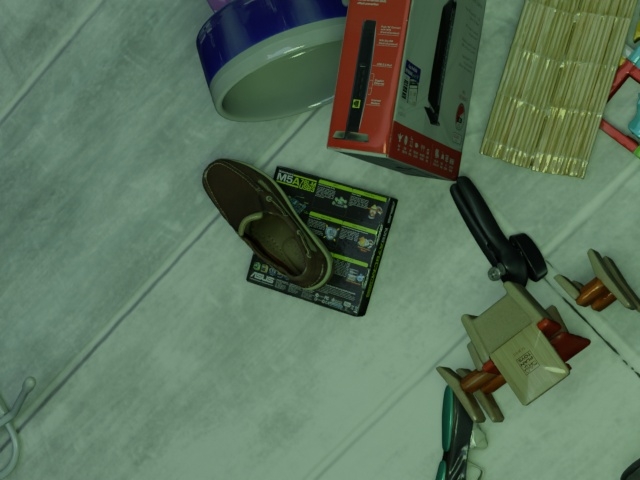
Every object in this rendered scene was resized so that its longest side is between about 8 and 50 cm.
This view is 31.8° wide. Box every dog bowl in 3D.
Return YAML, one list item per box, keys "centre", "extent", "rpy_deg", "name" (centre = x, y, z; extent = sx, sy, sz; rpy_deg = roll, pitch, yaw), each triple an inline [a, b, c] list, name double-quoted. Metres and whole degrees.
- centre: [-0.035, -0.267, 1.569]
  extent: [0.265, 0.265, 0.104]
  rpy_deg: [-22, 78, 18]
  name: "dog bowl"

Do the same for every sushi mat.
- centre: [0.330, -0.248, 1.529]
  extent: [0.151, 0.019, 0.316]
  rpy_deg: [18, 95, 19]
  name: "sushi mat"

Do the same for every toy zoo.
- centre: [0.425, -0.238, 1.520]
  extent: [0.293, 0.030, 0.192]
  rpy_deg: [41, 102, 17]
  name: "toy zoo"

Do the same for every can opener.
- centre: [0.239, -0.008, 1.577]
  extent: [0.186, 0.073, 0.059]
  rpy_deg: [54, 144, 17]
  name: "can opener"

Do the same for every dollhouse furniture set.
- centre: [0.284, 0.142, 1.441]
  extent: [0.262, 0.259, 0.135]
  rpy_deg: [-40, 66, 16]
  name: "dollhouse furniture set"

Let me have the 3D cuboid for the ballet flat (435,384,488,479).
- centre: [0.197, 0.303, 1.574]
  extent: [0.074, 0.074, 0.203]
  rpy_deg: [6, 84, 21]
  name: "ballet flat"

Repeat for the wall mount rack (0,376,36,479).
- centre: [-0.588, 0.217, 1.831]
  extent: [0.304, 0.130, 0.350]
  rpy_deg: [-36, 77, 16]
  name: "wall mount rack"

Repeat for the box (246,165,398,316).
- centre: [0.000, 0.000, 1.665]
  extent: [0.191, 0.045, 0.184]
  rpy_deg: [16, 92, 21]
  name: "box"

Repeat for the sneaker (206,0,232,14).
- centre: [-0.121, -0.455, 1.696]
  extent: [0.161, 0.102, 0.282]
  rpy_deg: [-3, 87, 23]
  name: "sneaker"

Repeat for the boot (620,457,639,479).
- centre: [0.560, 0.347, 1.390]
  extent: [0.222, 0.338, 0.118]
  rpy_deg: [-102, 25, -46]
  name: "boot"

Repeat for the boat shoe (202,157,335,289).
- centre: [-0.086, -0.033, 1.626]
  extent: [0.257, 0.095, 0.095]
  rpy_deg: [42, 103, 20]
  name: "boat shoe"

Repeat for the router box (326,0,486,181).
- centre: [0.123, -0.243, 1.471]
  extent: [0.082, 0.335, 0.301]
  rpy_deg: [9, 92, 21]
  name: "router box"
